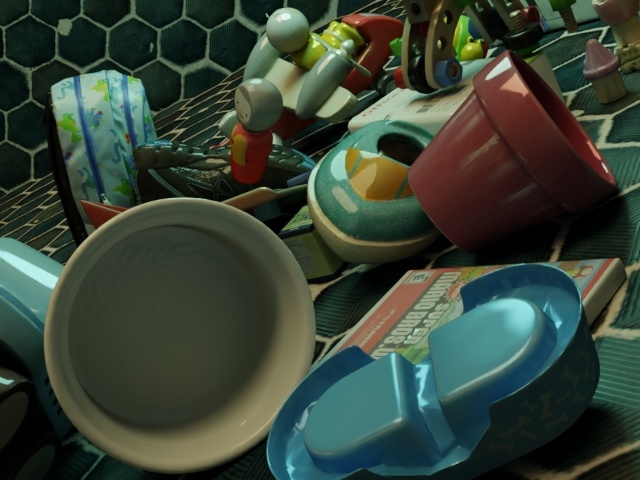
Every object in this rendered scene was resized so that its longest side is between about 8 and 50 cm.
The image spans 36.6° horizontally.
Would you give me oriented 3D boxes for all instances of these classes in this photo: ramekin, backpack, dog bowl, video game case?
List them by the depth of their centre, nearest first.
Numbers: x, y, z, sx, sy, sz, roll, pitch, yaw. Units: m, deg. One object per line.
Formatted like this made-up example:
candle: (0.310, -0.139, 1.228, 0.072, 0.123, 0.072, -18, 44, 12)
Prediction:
dog bowl: (0.097, 0.133, 0.810, 0.297, 0.074, 0.166, -31, 25, 15)
video game case: (0.141, 0.090, 0.986, 0.285, 0.025, 0.204, -5, 29, 49)
ramekin: (-0.157, 0.094, 1.029, 0.277, 0.277, 0.135, -35, 13, -18)
backpack: (-0.420, -0.154, 1.901, 0.273, 0.356, 0.290, -25, 18, 1)

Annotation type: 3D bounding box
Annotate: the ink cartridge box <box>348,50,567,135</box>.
ink cartridge box: (0.201, -0.181, 1.461, 0.198, 0.115, 0.273, -36, 20, -22)

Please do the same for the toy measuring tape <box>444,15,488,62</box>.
toy measuring tape: (0.248, -0.392, 1.929, 0.121, 0.121, 0.330, -31, 19, -6)

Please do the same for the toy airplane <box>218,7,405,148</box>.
toy airplane: (-0.047, -0.326, 1.934, 0.386, 0.272, 0.384, -10, 34, 31)

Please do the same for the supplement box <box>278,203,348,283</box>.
supplement box: (0.000, 0.000, 1.325, 0.056, 0.083, 0.083, -13, 24, 38)

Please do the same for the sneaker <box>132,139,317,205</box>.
sneaker: (-0.171, -0.107, 1.761, 0.340, 0.140, 0.125, 3, 13, 10)

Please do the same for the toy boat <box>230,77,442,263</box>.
toy boat: (0.027, -0.100, 1.254, 0.318, 0.148, 0.267, 20, 40, 9)

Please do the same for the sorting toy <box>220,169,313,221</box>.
sorting toy: (-0.106, -0.049, 1.615, 0.347, 0.047, 0.196, -18, -3, 28)

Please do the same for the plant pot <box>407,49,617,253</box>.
plant pot: (0.208, -0.088, 1.119, 0.180, 0.201, 0.201, -38, 14, 22)

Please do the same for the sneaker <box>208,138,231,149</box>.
sneaker: (-0.183, -0.217, 2.148, 0.221, 0.087, 0.128, -29, 20, -4)

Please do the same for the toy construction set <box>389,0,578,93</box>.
toy construction set: (0.177, -0.375, 1.453, 0.257, 0.237, 0.309, -28, 17, -8)

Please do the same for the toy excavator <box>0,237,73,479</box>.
toy excavator: (-0.339, 0.104, 1.231, 0.222, 0.433, 0.445, 28, 60, 14)

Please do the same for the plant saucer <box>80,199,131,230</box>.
plant saucer: (-0.179, 0.002, 1.389, 0.258, 0.048, 0.259, 11, 3, -42)

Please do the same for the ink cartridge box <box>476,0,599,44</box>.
ink cartridge box: (0.475, -0.500, 1.893, 0.278, 0.117, 0.201, -4, 31, 50)

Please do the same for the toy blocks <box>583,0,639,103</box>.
toy blocks: (0.485, -0.373, 1.331, 0.288, 0.260, 0.309, -7, 28, 47)
